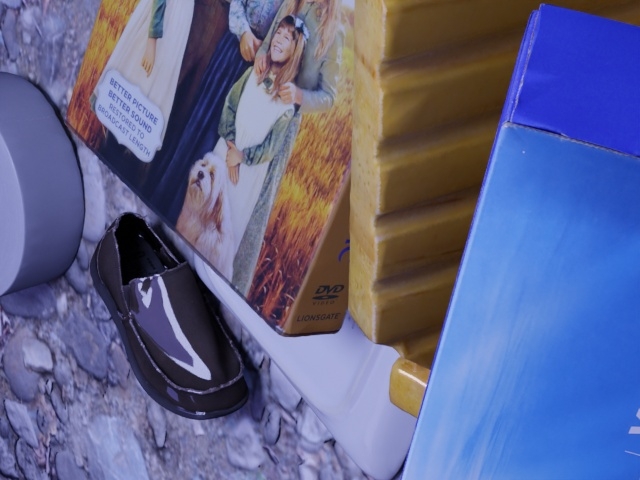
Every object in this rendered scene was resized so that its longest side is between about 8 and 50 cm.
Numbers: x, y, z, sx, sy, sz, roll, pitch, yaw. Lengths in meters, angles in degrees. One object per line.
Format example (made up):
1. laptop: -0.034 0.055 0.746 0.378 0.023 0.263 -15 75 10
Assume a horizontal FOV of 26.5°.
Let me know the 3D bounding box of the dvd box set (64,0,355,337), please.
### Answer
1. dvd box set: -0.023 -0.190 0.925 0.307 0.062 0.420 42 121 36

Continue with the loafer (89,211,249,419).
1. loafer: -0.134 0.059 1.145 0.220 0.080 0.078 48 146 32

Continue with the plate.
1. plate: 0.000 0.000 1.009 0.278 0.045 0.277 47 131 33

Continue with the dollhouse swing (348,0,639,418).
1. dollhouse swing: 0.219 -0.004 0.506 0.305 0.315 0.346 53 152 42

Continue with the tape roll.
1. tape roll: -0.328 -0.055 1.352 0.219 0.072 0.219 16 114 41

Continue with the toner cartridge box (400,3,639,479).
1. toner cartridge box: 0.117 0.090 0.531 0.165 0.075 0.347 16 132 7
